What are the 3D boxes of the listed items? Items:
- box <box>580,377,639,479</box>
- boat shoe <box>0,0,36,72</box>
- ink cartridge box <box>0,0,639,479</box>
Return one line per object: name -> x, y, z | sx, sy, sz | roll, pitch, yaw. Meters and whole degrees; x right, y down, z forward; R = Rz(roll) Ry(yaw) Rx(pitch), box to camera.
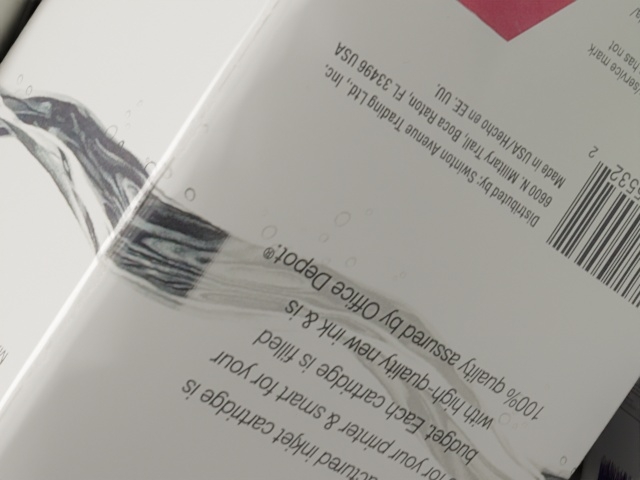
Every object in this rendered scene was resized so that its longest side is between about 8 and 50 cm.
box -> 0.162, 0.076, 0.551 | 0.058, 0.232, 0.322 | -1, 109, -26
boat shoe -> -0.098, -0.061, 0.492 | 0.125, 0.038, 0.046 | -58, 162, 10
ink cartridge box -> 0.000, 0.000, 0.513 | 0.172, 0.100, 0.237 | 32, 93, -39
